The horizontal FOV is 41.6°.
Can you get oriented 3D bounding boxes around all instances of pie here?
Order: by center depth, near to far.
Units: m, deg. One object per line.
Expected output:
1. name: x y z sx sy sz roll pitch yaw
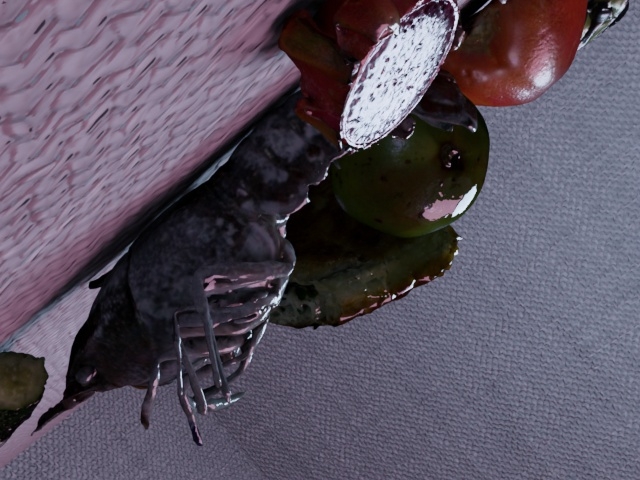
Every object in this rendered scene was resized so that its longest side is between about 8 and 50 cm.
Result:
1. pie: 0.000 0.000 1.064 0.355 0.103 0.288 4 -147 35

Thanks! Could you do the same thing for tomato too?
1. tomato: 0.247 -0.248 1.037 0.233 0.139 0.200 -41 -174 40

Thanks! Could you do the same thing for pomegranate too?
1. pomegranate: 0.082 -0.096 0.961 0.187 0.187 0.225 -40 -159 -14

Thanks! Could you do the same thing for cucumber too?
1. cucumber: -0.275 0.140 0.725 0.058 0.058 0.187 -40 -179 -36

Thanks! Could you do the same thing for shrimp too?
1. shrimp: -0.060 0.014 0.656 0.410 0.166 0.221 -55 -160 13

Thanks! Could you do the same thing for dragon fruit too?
1. dragon fruit: 0.024 -0.109 0.463 0.112 0.068 0.126 -57 160 21

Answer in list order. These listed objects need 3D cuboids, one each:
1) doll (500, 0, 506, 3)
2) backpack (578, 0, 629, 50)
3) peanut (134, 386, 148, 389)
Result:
1. doll: 0.217 -0.290 0.887 0.085 0.040 0.058 -41 -170 4
2. backpack: 0.349 -0.333 1.243 0.253 0.140 0.207 -45 176 25
3. peanut: -0.263 0.159 1.340 0.236 0.120 0.110 -47 -149 45
